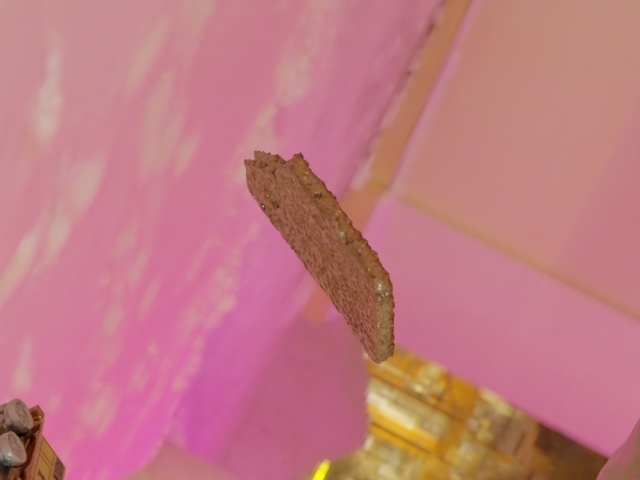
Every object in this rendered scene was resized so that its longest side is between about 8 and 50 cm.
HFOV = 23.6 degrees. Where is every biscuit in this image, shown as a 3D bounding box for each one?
[{"bbox_3d":[-0.003,-0.010,1.326,0.026,0.237,0.131,-25,146,-17],"label":"biscuit"}]

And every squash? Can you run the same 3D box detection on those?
[{"bbox_3d":[0.311,0.203,1.397,0.082,0.082,0.292,-60,170,-22],"label":"squash"}]

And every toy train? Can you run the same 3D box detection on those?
[{"bbox_3d":[-0.346,0.260,1.702,0.089,0.127,0.219,-29,-159,8],"label":"toy train"}]
